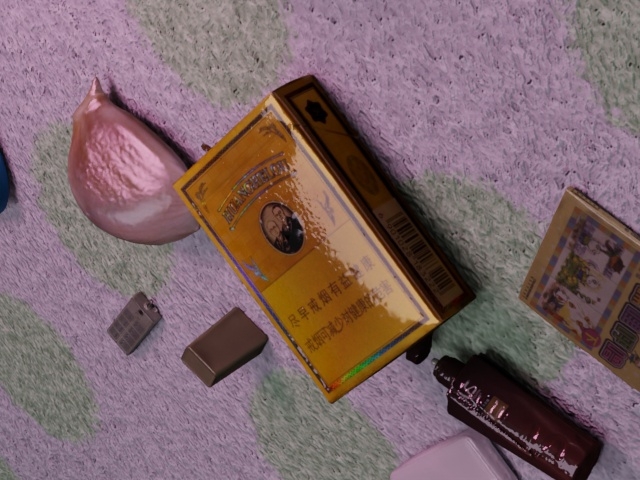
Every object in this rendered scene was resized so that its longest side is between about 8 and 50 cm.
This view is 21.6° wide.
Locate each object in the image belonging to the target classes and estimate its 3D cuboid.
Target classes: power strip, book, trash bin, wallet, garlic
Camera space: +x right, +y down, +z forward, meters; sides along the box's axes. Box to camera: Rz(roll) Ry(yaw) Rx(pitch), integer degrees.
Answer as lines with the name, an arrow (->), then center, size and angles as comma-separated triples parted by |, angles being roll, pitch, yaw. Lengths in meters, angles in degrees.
power strip -> -0.251, 0.110, 2.264 | 0.051, 0.019, 0.136 | 52, 144, 6
book -> 0.291, 0.057, 1.637 | 0.192, 0.013, 0.168 | 38, 141, 19
trash bin -> -0.120, 0.134, 2.079 | 0.061, 0.092, 0.043 | 44, 141, 12
wallet -> 0.152, 0.280, 1.951 | 0.095, 0.033, 0.190 | 56, 143, 0
garlic -> -0.203, -0.056, 2.022 | 0.266, 0.128, 0.148 | 30, 156, 18

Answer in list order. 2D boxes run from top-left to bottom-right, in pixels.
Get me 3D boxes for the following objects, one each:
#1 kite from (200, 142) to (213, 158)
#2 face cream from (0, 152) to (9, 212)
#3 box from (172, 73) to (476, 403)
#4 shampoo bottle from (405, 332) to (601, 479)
kite -> -0.054, -0.020, 1.947 | 0.245, 0.015, 0.141 | 40, 145, 16
face cream -> -0.540, -0.101, 2.368 | 0.285, 0.067, 0.139 | 2, 123, 46
box -> 0.000, 0.000, 1.800 | 0.193, 0.084, 0.301 | -40, 84, 37
shampoo bottle -> 0.192, 0.175, 1.798 | 0.236, 0.068, 0.067 | 33, 160, 25
